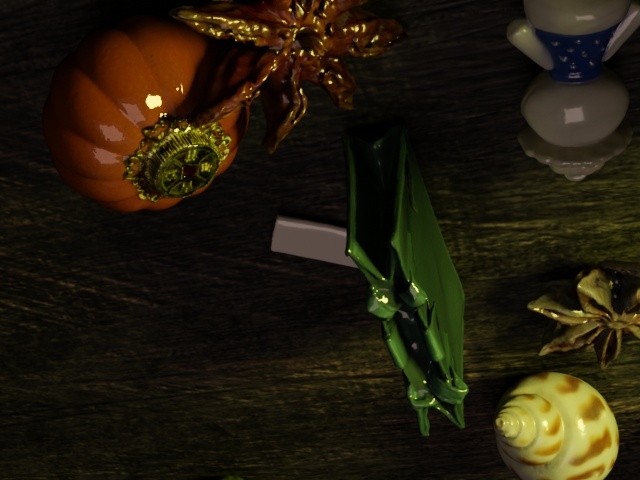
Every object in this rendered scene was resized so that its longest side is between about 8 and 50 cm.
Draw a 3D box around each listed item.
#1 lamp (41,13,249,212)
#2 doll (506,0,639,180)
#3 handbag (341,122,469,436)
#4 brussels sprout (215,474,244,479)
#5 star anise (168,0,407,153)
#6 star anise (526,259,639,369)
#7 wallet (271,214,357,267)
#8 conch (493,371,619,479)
[{"bbox_3d":[-0.182,-0.132,1.098,0.223,0.196,0.223,-25,144,-20],"label":"lamp"},{"bbox_3d":[0.258,-0.181,1.051,0.138,0.119,0.293,-13,128,-2],"label":"doll"},{"bbox_3d":[0.104,0.045,1.206,0.089,0.238,0.326,-12,132,12],"label":"handbag"},{"bbox_3d":[-0.158,0.479,1.748,0.131,0.145,0.183,20,135,27],"label":"brussels sprout"},{"bbox_3d":[-0.024,-0.210,1.012,0.288,0.088,0.288,-21,130,-27],"label":"star anise"},{"bbox_3d":[0.375,0.077,1.304,0.230,0.081,0.262,8,146,1],"label":"star anise"},{"bbox_3d":[0.000,0.000,1.322,0.122,0.025,0.061,11,137,-2],"label":"wallet"},{"bbox_3d":[0.320,0.272,1.458,0.183,0.148,0.275,-31,126,27],"label":"conch"}]
